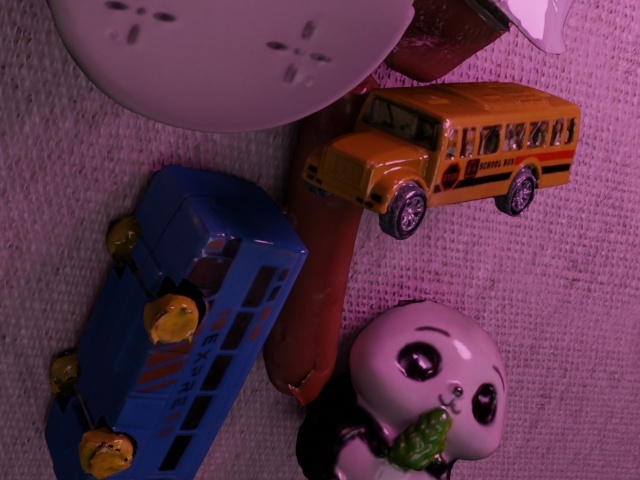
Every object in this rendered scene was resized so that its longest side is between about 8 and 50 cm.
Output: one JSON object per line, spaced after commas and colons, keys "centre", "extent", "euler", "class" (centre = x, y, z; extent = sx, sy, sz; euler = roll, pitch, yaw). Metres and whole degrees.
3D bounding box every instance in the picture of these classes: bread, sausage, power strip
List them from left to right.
{"centre": [-0.090, -0.273, 1.055], "extent": [0.358, 0.161, 0.357], "euler": [-12, 128, -16], "class": "power strip"}
{"centre": [0.000, 0.000, 1.350], "extent": [0.094, 0.094, 0.419], "euler": [-42, 150, -51], "class": "sausage"}
{"centre": [0.101, -0.225, 1.243], "extent": [0.192, 0.067, 0.119], "euler": [22, 103, -37], "class": "bread"}

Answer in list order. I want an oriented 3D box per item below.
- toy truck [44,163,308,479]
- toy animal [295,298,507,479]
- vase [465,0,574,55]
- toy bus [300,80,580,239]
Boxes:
{"centre": [-0.166, 0.115, 1.313], "extent": [0.162, 0.161, 0.385], "euler": [8, 120, -36], "class": "toy truck"}
{"centre": [0.105, 0.207, 1.476], "extent": [0.213, 0.212, 0.266], "euler": [21, 115, -36], "class": "toy animal"}
{"centre": [0.292, -0.376, 1.118], "extent": [0.250, 0.250, 0.445], "euler": [31, 110, -39], "class": "vase"}
{"centre": [0.132, -0.093, 1.248], "extent": [0.335, 0.121, 0.123], "euler": [-10, 121, -49], "class": "toy bus"}
